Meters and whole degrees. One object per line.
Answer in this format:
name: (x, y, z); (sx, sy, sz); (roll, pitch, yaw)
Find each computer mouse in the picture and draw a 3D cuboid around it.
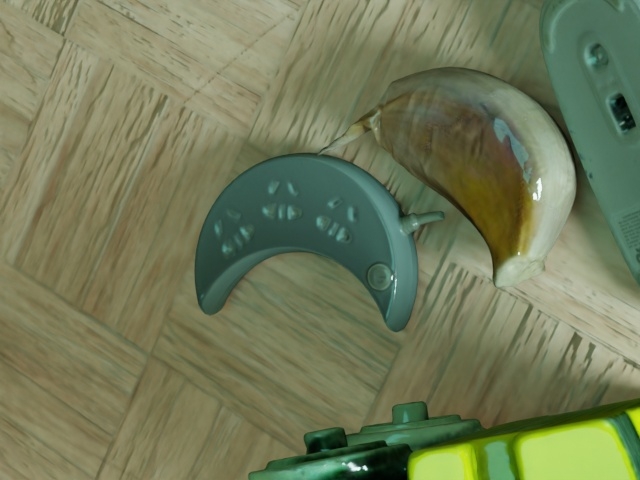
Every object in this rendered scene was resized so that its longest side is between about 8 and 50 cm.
computer mouse: (0.249, -0.081, 1.297); (0.159, 0.097, 0.288); (-28, 85, 62)

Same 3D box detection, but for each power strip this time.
power strip: (0.000, 0.000, 1.469); (0.216, 0.044, 0.137); (2, 91, 29)

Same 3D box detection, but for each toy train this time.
toy train: (0.122, 0.183, 1.200); (0.272, 0.442, 0.179); (-11, 85, 14)

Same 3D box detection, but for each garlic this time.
garlic: (0.100, -0.065, 1.386); (0.198, 0.090, 0.128); (35, 105, 19)
